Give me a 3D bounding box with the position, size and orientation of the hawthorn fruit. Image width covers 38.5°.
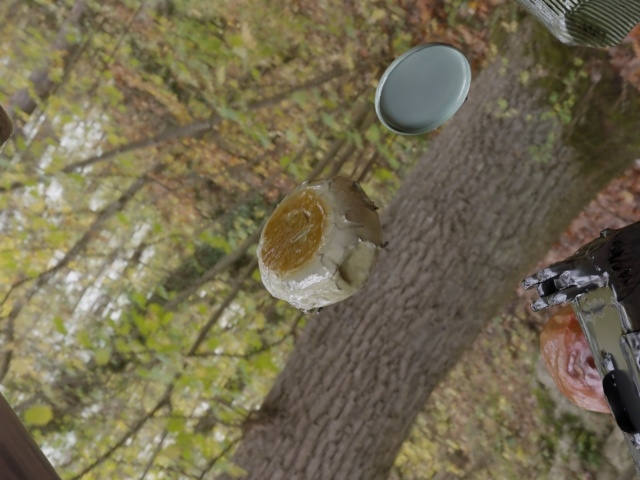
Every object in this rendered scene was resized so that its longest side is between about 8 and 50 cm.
[{"bbox_3d":[0.351,0.134,1.099,0.173,0.179,0.173,23,-128,-34],"label":"hawthorn fruit"}]

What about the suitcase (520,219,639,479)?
[{"bbox_3d":[0.408,0.072,0.732,0.194,0.434,0.283,72,178,-81],"label":"suitcase"}]

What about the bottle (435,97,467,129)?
[{"bbox_3d":[0.171,-0.198,1.280,0.063,0.101,0.047,27,-135,7],"label":"bottle"}]

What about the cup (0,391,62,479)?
[{"bbox_3d":[-0.390,0.371,1.057,0.371,0.253,0.253,49,-174,10],"label":"cup"}]

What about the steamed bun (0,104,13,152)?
[{"bbox_3d":[-0.463,-0.054,0.824,0.247,0.236,0.383,47,143,-20],"label":"steamed bun"}]

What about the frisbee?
[{"bbox_3d":[0.106,-0.158,0.955,0.110,0.110,0.014,29,-159,-42],"label":"frisbee"}]

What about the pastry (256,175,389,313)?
[{"bbox_3d":[0.000,0.000,1.036,0.088,0.166,0.166,27,-174,-41],"label":"pastry"}]

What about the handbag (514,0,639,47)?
[{"bbox_3d":[0.441,-0.453,1.463,0.247,0.240,0.341,48,-151,10],"label":"handbag"}]
